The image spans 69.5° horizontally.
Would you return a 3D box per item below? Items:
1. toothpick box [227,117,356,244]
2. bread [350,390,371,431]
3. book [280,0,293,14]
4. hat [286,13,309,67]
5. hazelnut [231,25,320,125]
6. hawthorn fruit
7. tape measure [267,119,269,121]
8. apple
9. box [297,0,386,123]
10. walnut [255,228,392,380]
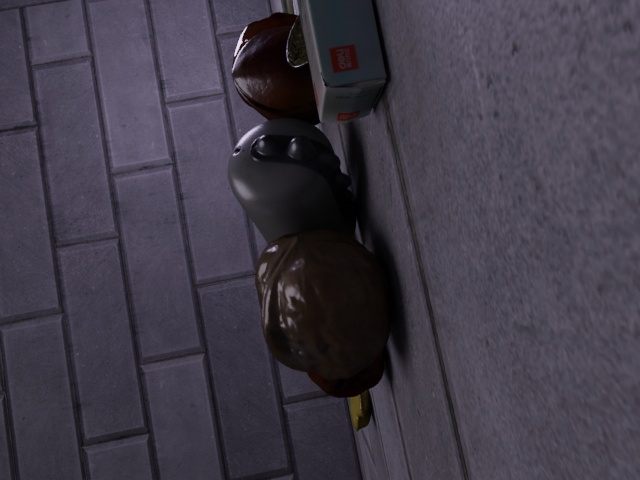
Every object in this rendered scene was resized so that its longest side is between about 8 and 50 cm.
[{"bbox_3d":[-0.044,-0.099,0.903,0.316,0.228,0.229,64,-168,-59],"label":"toothpick box"},{"bbox_3d":[0.135,0.528,1.531,0.188,0.065,0.150,-100,11,-71],"label":"bread"},{"bbox_3d":[-0.126,-0.883,1.717,0.215,0.025,0.283,81,175,-47],"label":"book"},{"bbox_3d":[0.013,-0.335,0.747,0.146,0.067,0.146,-28,53,45],"label":"hat"},{"bbox_3d":[-0.068,-0.316,0.898,0.208,0.208,0.208,169,90,-87],"label":"hazelnut"},{"bbox_3d":[0.060,0.240,1.018,0.235,0.181,0.181,-53,-46,-76],"label":"hawthorn fruit"},{"bbox_3d":[-0.108,-0.477,1.333,0.262,0.138,0.259,89,157,-50],"label":"tape measure"},{"bbox_3d":[-0.100,-0.411,1.099,0.234,0.233,0.234,169,90,-87],"label":"apple"},{"bbox_3d":[0.015,-0.298,0.589,0.135,0.079,0.270,130,130,-87],"label":"box"},{"bbox_3d":[0.005,0.104,0.802,0.273,0.226,0.273,166,90,-87],"label":"walnut"}]
